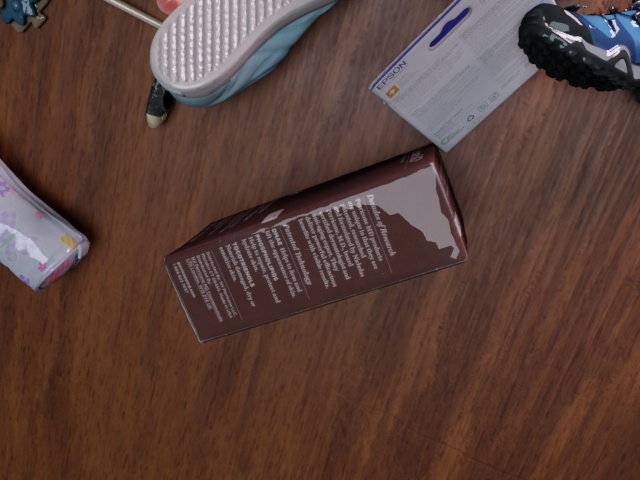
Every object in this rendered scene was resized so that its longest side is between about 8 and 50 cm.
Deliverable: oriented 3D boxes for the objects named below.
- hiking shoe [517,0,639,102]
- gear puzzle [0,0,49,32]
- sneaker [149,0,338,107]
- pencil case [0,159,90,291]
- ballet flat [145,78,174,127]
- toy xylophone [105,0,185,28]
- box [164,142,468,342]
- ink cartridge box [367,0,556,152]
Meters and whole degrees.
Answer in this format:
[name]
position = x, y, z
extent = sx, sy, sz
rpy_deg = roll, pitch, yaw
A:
[hiking shoe]
position = 0.373, -0.244, 0.750
extent = 0.304, 0.113, 0.132
rpy_deg = 11, 99, -21
[gear puzzle]
position = -0.389, -0.465, 0.883
extent = 0.339, 0.044, 0.175
rpy_deg = -39, 96, 18
[sneaker]
position = -0.066, -0.314, 0.834
extent = 0.366, 0.150, 0.135
rpy_deg = -37, 88, -4
[pencil case]
position = -0.498, -0.047, 0.992
extent = 0.124, 0.113, 0.273
rpy_deg = -44, 94, -1
[ballet flat]
position = -0.208, -0.237, 0.909
extent = 0.049, 0.057, 0.173
rpy_deg = 31, 110, -4
[toy xylophone]
position = -0.255, -0.421, 0.834
extent = 0.322, 0.081, 0.236
rpy_deg = 21, 111, -7
[box]
position = 0.000, 0.000, 0.868
extent = 0.381, 0.191, 0.143
rpy_deg = -17, 102, 15
[ink cartridge box]
position = 0.181, -0.230, 0.763
extent = 0.223, 0.224, 0.045
rpy_deg = -42, 57, 18
